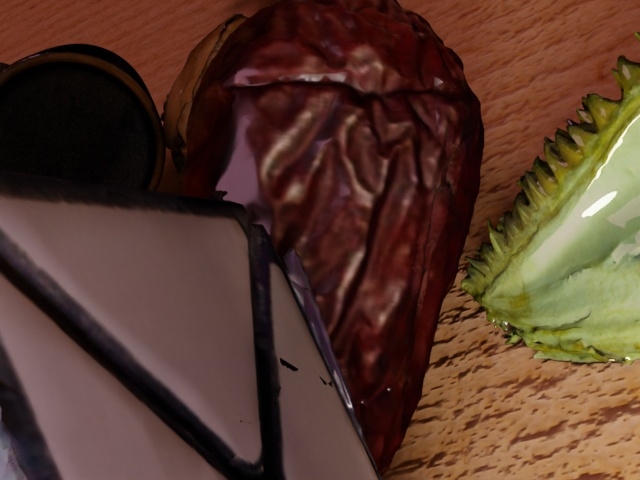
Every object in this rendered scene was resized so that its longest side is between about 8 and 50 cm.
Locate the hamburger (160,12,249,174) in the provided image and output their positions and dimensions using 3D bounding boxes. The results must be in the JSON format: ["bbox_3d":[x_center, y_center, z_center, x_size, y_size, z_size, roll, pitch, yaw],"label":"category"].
[{"bbox_3d":[-0.103,-0.127,1.089,0.102,0.087,0.176,-23,43,53],"label":"hamburger"}]

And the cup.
[{"bbox_3d":[-0.248,-0.072,1.040,0.239,0.166,0.177,-53,17,9],"label":"cup"}]

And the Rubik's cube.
[{"bbox_3d":[-0.140,0.171,0.470,0.307,0.305,0.310,-28,-8,17],"label":"Rubik's cube"}]

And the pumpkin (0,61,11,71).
[{"bbox_3d":[-0.422,-0.102,1.255,0.260,0.189,0.260,-24,37,19],"label":"pumpkin"}]

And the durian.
[{"bbox_3d":[0.256,-0.043,0.654,0.394,0.163,0.198,-26,73,25],"label":"durian"}]

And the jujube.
[{"bbox_3d":[0.000,0.000,0.728,0.216,0.216,0.342,-16,47,29],"label":"jujube"}]
